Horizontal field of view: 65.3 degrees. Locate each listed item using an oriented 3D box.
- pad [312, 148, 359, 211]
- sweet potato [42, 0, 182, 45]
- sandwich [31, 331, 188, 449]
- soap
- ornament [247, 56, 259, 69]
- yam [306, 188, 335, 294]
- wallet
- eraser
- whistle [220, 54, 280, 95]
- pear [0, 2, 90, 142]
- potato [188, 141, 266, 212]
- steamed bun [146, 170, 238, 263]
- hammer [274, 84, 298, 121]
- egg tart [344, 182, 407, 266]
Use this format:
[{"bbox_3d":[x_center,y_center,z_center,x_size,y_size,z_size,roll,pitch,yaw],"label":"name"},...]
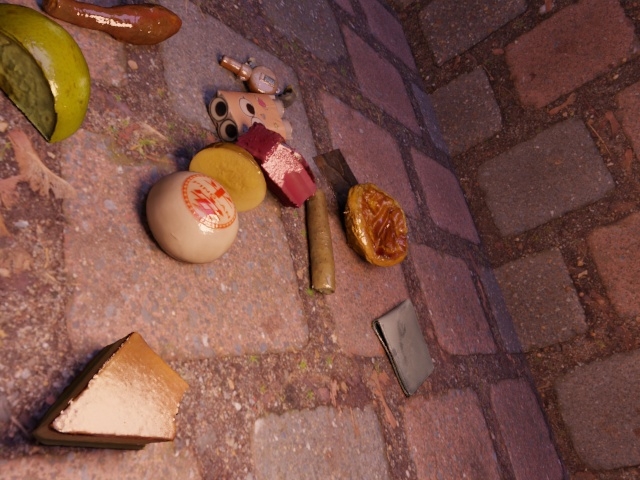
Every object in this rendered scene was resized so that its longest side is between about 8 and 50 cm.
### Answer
[{"bbox_3d":[0.114,-0.190,1.987,0.367,0.007,0.247,60,31,-3],"label":"pad"},{"bbox_3d":[-0.507,-0.563,1.288,0.385,0.109,0.109,-27,89,-52],"label":"sweet potato"},{"bbox_3d":[-0.345,0.298,0.856,0.186,0.108,0.220,52,31,-14],"label":"sandwich"},{"bbox_3d":[-0.115,-0.204,1.488,0.182,0.112,0.289,39,-9,30],"label":"soap"},{"bbox_3d":[-0.232,-0.603,1.768,0.092,0.041,0.068,51,27,-1],"label":"ornament"},{"bbox_3d":[0.000,0.000,1.611,0.083,0.083,0.371,29,46,-42],"label":"yam"},{"bbox_3d":[0.304,0.378,1.792,0.251,0.054,0.290,-17,86,-54],"label":"wallet"},{"bbox_3d":[-0.213,-0.382,1.581,0.290,0.087,0.171,-22,90,-58],"label":"eraser"},{"bbox_3d":[-0.230,-0.554,1.674,0.220,0.057,0.107,24,71,-24],"label":"whistle"},{"bbox_3d":[-0.563,-0.383,1.048,0.288,0.139,0.239,53,24,-18],"label":"pear"},{"bbox_3d":[-0.245,-0.189,1.333,0.203,0.178,0.158,17,31,-19],"label":"potato"},{"bbox_3d":[-0.286,-0.065,1.181,0.232,0.145,0.232,35,41,-38],"label":"steamed bun"},{"bbox_3d":[-0.141,-0.509,1.824,0.159,0.041,0.226,55,32,-12],"label":"hammer"},{"bbox_3d":[0.183,-0.056,1.838,0.339,0.153,0.351,16,56,-46],"label":"egg tart"}]
